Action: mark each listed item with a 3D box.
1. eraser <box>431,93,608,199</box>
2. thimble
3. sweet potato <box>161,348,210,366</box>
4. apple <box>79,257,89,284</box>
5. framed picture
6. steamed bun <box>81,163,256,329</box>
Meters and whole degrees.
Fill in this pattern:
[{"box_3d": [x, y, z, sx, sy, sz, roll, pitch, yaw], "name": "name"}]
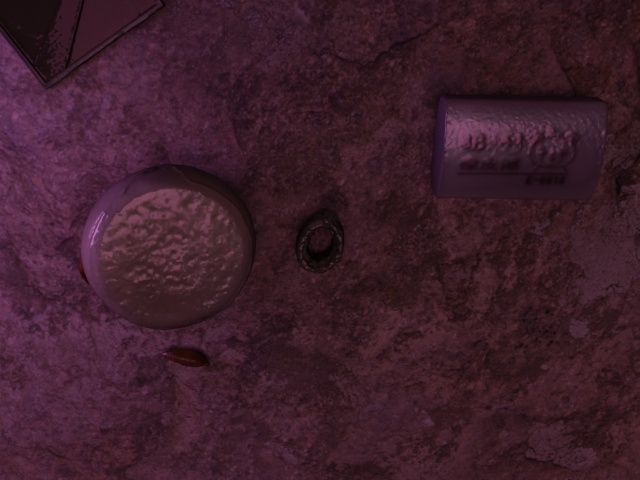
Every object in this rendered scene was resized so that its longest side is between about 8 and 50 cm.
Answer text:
[{"box_3d": [0.330, -0.156, 1.253, 0.270, 0.095, 0.174, 1, 115, -1], "name": "eraser"}, {"box_3d": [0.000, 0.000, 1.320, 0.084, 0.062, 0.110, 11, 111, -5], "name": "thimble"}, {"box_3d": [-0.256, 0.223, 1.417, 0.095, 0.034, 0.034, 12, 111, -10], "name": "sweet potato"}, {"box_3d": [-0.386, 0.042, 1.322, 0.084, 0.071, 0.084, 2, 117, 4], "name": "apple"}, {"box_3d": [-0.399, -0.382, 1.180, 0.250, 0.016, 0.184, -32, 110, 11], "name": "framed picture"}, {"box_3d": [-0.252, 0.003, 1.248, 0.283, 0.177, 0.283, -5, 111, -12], "name": "steamed bun"}]
